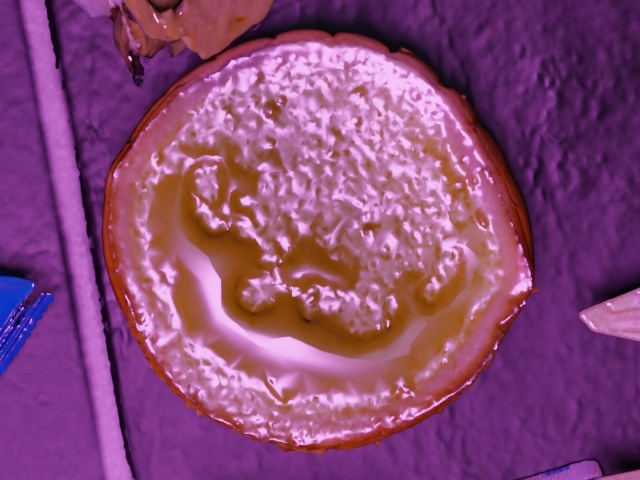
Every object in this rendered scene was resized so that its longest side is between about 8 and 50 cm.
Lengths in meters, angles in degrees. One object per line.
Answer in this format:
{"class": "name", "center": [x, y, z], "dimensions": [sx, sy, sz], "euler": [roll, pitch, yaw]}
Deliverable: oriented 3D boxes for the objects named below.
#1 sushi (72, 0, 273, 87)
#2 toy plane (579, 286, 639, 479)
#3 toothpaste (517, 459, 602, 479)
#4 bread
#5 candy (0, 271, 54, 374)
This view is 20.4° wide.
{"class": "sushi", "center": [-0.124, -0.224, 0.914], "dimensions": [0.139, 0.131, 0.291], "euler": [-38, 86, -24]}
{"class": "toy plane", "center": [0.259, 0.093, 0.954], "dimensions": [0.229, 0.092, 0.244], "euler": [-42, 94, -3]}
{"class": "toothpaste", "center": [0.141, 0.244, 0.975], "dimensions": [0.089, 0.057, 0.234], "euler": [-15, 86, -4]}
{"class": "bread", "center": [0.000, 0.000, 0.948], "dimensions": [0.236, 0.070, 0.236], "euler": [0, 90, -3]}
{"class": "candy", "center": [-0.219, 0.024, 0.955], "dimensions": [0.136, 0.038, 0.088], "euler": [37, 103, 4]}
